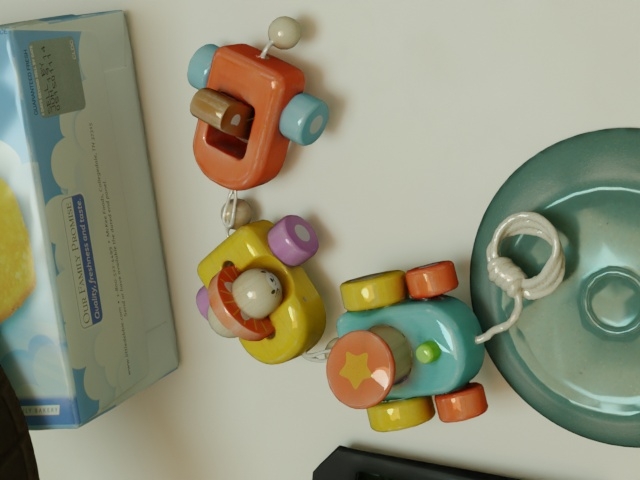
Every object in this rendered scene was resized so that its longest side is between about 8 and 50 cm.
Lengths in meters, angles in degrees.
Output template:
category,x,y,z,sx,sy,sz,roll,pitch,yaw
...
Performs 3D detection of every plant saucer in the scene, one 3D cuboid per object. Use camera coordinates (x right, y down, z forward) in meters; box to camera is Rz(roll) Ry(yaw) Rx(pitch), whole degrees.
category,x,y,z,sx,sy,sz,roll,pitch,yaw
plant saucer,0.107,0.020,0.549,0.119,0.021,0.119,5,104,22

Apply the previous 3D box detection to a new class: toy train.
category,x,y,z,sx,sy,sz,roll,pitch,yaw
toy train,0.000,0.000,0.565,0.166,0.046,0.125,33,118,24

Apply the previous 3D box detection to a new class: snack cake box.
category,x,y,z,sx,sy,sz,roll,pitch,yaw
snack cake box,-0.201,-0.004,0.639,0.264,0.089,0.152,-4,101,24

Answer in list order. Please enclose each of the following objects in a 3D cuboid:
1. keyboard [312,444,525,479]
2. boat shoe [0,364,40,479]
category,x,y,z,sx,sy,sz,roll,pitch,yaw
keyboard,0.081,0.245,0.605,0.201,0.033,0.317,7,105,22
boat shoe,-0.160,0.053,0.556,0.072,0.068,0.190,-25,82,37
